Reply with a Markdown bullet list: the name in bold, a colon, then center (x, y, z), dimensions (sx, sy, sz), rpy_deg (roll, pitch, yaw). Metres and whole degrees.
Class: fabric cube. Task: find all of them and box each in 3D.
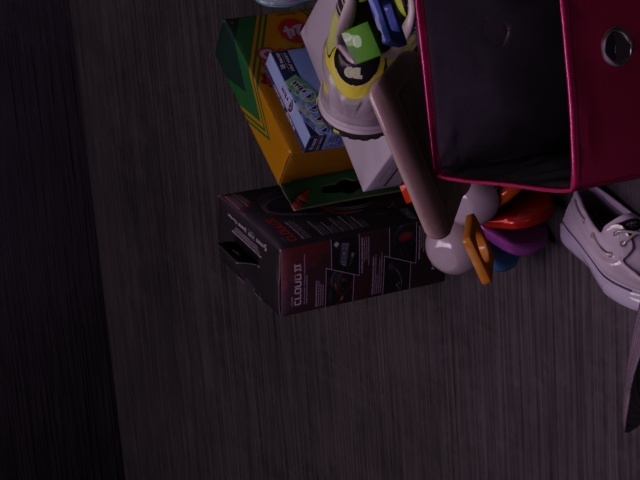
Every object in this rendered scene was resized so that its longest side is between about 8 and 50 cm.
- **fabric cube**: center (0.271, -0.195, 1.376), dimensions (0.259, 0.258, 0.254), rpy_deg (14, 112, 63)

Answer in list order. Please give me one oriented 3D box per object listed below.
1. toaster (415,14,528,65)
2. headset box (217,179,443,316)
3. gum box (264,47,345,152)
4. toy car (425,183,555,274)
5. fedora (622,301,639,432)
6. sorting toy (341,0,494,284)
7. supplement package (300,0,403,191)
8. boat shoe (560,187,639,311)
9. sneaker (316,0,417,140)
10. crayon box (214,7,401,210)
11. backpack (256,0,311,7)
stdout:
- **toaster**: center (0.199, -0.203, 1.592), dimensions (0.146, 0.129, 0.227), rpy_deg (26, 132, 42)
- **headset box**: center (0.000, 0.000, 1.999), dimensions (0.218, 0.293, 0.110), rpy_deg (40, 135, 55)
- **gum box**: center (0.034, -0.208, 1.968), dimensions (0.157, 0.184, 0.041), rpy_deg (66, 153, 27)
- **toy car**: center (0.222, -0.035, 1.721), dimensions (0.136, 0.159, 0.182), rpy_deg (26, 132, 15)
- **fedora**: center (0.392, 0.077, 1.335), dimensions (0.124, 0.243, 0.275), rpy_deg (20, 120, 28)
- **sorting toy**: center (0.102, -0.103, 1.512), dimensions (0.348, 0.047, 0.196), rpy_deg (66, -159, -11)
- **supplement package**: center (0.107, -0.233, 1.846), dimensions (0.262, 0.145, 0.204), rpy_deg (70, 153, 20)
- **boat shoe**: center (0.333, 0.007, 1.534), dimensions (0.226, 0.083, 0.076), rpy_deg (44, 139, 53)
- **sneaker**: center (0.103, -0.308, 1.672), dimensions (0.147, 0.145, 0.385), rpy_deg (93, -167, -66)
- **crayon box**: center (-0.003, -0.201, 2.035), dimensions (0.318, 0.202, 0.081), rpy_deg (63, 151, 29)
- **backpack**: center (-0.067, -0.436, 2.084), dimensions (0.166, 0.188, 0.144), rpy_deg (55, 146, 40)
